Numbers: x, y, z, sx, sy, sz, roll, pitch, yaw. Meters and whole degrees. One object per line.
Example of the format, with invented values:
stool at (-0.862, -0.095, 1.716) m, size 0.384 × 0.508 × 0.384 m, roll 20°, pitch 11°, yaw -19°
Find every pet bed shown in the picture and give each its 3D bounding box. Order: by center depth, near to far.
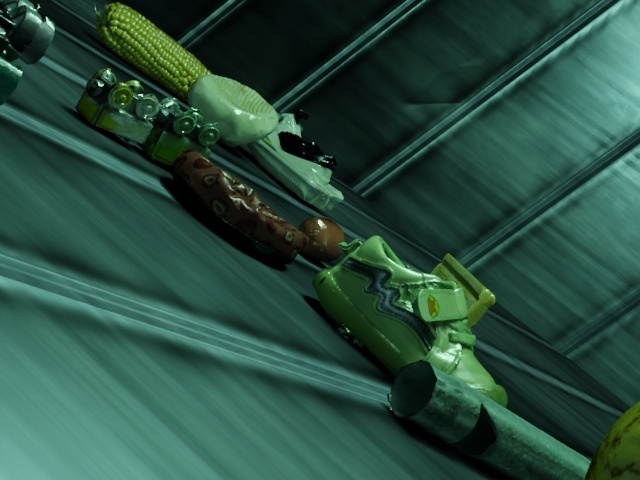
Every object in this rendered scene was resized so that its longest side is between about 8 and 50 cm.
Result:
pet bed at (-0.100, -0.040, 1.426) m, size 0.201 × 0.053 × 0.201 m, roll 39°, pitch 1°, yaw -1°

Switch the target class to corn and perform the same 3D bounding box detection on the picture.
corn at (-0.337, -0.379, 2.425) m, size 0.310 × 0.101 × 0.101 m, roll 37°, pitch 5°, yaw -29°

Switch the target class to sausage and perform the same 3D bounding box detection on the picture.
sausage at (0.000, 0.001, 1.666) m, size 0.094 × 0.059 × 0.054 m, roll 24°, pitch 58°, yaw -65°

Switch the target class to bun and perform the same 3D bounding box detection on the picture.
bun at (-0.171, -0.235, 2.252) m, size 0.183 × 0.102 × 0.183 m, roll 25°, pitch 23°, yaw -11°

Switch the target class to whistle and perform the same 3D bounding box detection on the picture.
whistle at (0.189, 0.205, 1.187) m, size 0.312 × 0.062 × 0.062 m, roll 33°, pitch 7°, yaw -35°

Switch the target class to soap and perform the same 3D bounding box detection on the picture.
soap at (0.252, 0.098, 2.197) m, size 0.037 × 0.092 × 0.252 m, roll 37°, pitch 5°, yaw -16°

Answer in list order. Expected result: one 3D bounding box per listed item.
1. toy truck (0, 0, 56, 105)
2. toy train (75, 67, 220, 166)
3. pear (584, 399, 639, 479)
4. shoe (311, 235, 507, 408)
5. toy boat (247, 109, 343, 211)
toy truck at (-0.300, -0.171, 0.945) m, size 0.114 × 0.124 × 0.253 m, roll 34°, pitch 5°, yaw -33°
toy train at (-0.212, -0.144, 1.467) m, size 0.202 × 0.081 × 0.060 m, roll 21°, pitch 15°, yaw -45°
pear at (0.341, 0.236, 0.959) m, size 0.271 × 0.271 × 0.271 m, roll 37°, pitch 6°, yaw -5°
shoe at (0.102, 0.097, 1.315) m, size 0.262 × 0.128 × 0.140 m, roll 37°, pitch 19°, yaw 22°
toy boat at (-0.056, -0.176, 2.351) m, size 0.140 × 0.141 × 0.269 m, roll 28°, pitch 25°, yaw -56°
